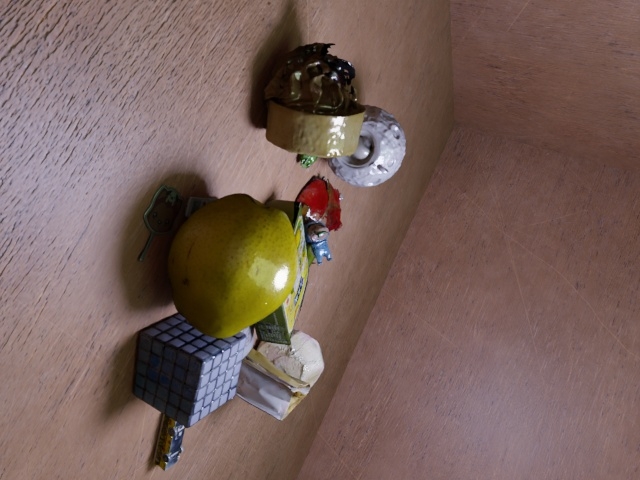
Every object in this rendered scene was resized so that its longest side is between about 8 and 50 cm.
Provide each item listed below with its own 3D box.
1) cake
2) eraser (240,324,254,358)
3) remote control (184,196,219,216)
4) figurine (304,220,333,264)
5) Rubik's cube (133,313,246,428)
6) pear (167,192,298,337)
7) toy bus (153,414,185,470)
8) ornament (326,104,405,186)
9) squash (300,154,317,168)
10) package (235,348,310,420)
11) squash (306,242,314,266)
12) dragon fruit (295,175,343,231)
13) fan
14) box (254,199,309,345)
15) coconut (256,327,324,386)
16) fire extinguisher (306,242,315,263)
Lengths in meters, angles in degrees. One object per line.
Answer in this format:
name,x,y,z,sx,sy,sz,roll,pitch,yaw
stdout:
cake,-0.009,-0.456,1.635,0.332,0.332,0.321,-36,139,-54
eraser,-0.306,0.309,1.921,0.174,0.095,0.270,-42,144,-56
remote control,-0.346,-0.099,1.549,0.162,0.029,0.061,0,108,-62
figurine,-0.003,0.001,2.042,0.114,0.178,0.144,-19,175,-16
Rubik's cube,-0.397,0.377,1.579,0.238,0.237,0.237,-22,128,-62
pear,-0.250,0.073,1.483,0.418,0.362,0.362,-59,159,5
toy bus,-0.514,0.677,1.786,0.081,0.074,0.226,-18,125,-64
ornament,0.185,-0.387,2.132,0.337,0.337,0.337,-49,151,-40
squash,-0.022,-0.380,2.003,0.077,0.068,0.219,58,55,-77
package,-0.212,0.526,2.038,0.221,0.311,0.165,-31,139,-55
squash,-0.072,0.091,2.223,0.069,0.069,0.258,-34,161,-55
dragon fruit,-0.004,-0.123,2.179,0.343,0.100,0.282,-24,117,-44
fan,-0.441,-0.042,1.403,0.220,0.009,0.132,-67,156,-8
box,-0.151,0.120,1.917,0.420,0.138,0.373,85,13,-49
coconut,-0.132,0.532,2.276,0.254,0.297,0.297,-8,116,-62
fire extinguisher,-0.027,0.023,2.314,0.071,0.099,0.231,45,66,-47
